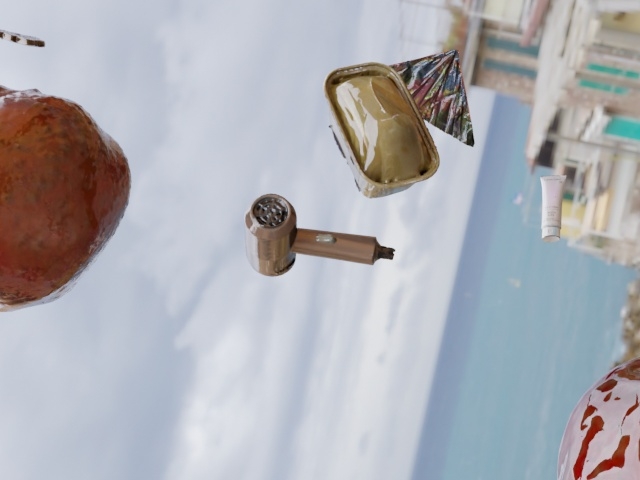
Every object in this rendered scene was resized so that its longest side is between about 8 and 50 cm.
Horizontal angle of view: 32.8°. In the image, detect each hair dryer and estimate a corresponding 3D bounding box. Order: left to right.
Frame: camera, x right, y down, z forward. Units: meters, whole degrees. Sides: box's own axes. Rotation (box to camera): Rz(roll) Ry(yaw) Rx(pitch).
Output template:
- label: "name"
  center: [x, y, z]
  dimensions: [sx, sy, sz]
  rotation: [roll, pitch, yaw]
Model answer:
- label: "hair dryer"
  center: [0.000, 0.000, 1.291]
  dimensions: [0.117, 0.181, 0.064]
  rotation: [95, -178, -63]

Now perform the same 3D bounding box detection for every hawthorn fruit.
- label: "hawthorn fruit"
  center: [-0.389, -0.024, 1.298]
  dimensions: [0.287, 0.287, 0.330]
  rotation: [86, -159, -66]
- label: "hawthorn fruit"
  center: [0.300, 0.180, 0.904]
  dimensions: [0.208, 0.208, 0.248]
  rotation: [-40, -45, -78]

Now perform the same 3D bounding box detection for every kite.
- label: "kite"
  center: [0.155, -0.226, 1.697]
  dimensions: [0.189, 0.232, 0.009]
  rotation: [-56, 2, 27]

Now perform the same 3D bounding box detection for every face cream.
- label: "face cream"
  center: [0.334, -0.049, 1.569]
  dimensions: [0.020, 0.038, 0.115]
  rotation: [63, -149, -51]

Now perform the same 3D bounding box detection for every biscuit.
- label: "biscuit"
  center: [-0.477, -0.317, 1.702]
  dimensions: [0.082, 0.092, 0.016]
  rotation: [-124, 47, -72]

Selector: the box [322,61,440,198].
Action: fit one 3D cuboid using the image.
- label: "box"
  center: [0.068, -0.132, 1.305]
  dimensions: [0.111, 0.111, 0.177]
  rotation: [87, 161, -64]
